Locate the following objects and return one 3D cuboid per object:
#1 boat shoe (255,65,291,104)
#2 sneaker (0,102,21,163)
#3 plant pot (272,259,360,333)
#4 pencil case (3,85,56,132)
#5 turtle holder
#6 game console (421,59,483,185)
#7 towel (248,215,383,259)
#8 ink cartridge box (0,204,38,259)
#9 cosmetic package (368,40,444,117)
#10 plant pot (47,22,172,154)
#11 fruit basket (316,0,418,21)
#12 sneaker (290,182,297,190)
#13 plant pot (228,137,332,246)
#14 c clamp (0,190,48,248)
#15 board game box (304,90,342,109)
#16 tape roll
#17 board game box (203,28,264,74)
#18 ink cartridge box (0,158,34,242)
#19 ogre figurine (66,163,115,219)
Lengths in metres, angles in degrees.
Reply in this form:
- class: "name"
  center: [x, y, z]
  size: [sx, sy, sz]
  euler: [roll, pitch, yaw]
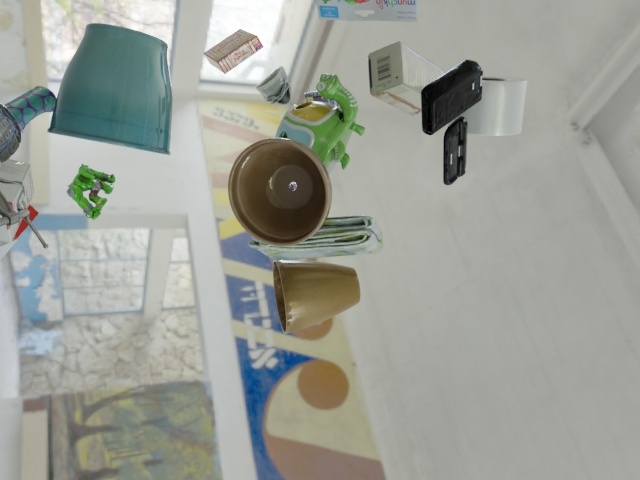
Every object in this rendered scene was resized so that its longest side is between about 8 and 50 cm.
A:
- class: "boat shoe"
  center: [-0.148, -0.522, 2.216]
  size: [0.103, 0.118, 0.320]
  euler: [50, 3, -8]
- class: "sneaker"
  center: [-0.591, -0.102, 0.992]
  size: [0.297, 0.129, 0.111]
  euler: [-69, 144, -47]
- class: "plant pot"
  center: [-0.010, 0.161, 2.060]
  size: [0.237, 0.254, 0.237]
  euler: [172, -90, -78]
- class: "pencil case"
  center: [-0.678, -0.302, 1.487]
  size: [0.070, 0.064, 0.151]
  euler: [58, 33, -23]
- class: "turtle holder"
  center: [-0.010, -0.325, 1.975]
  size: [0.243, 0.227, 0.320]
  euler: [-56, 173, -26]
- class: "game console"
  center: [0.362, -0.304, 1.775]
  size: [0.044, 0.213, 0.361]
  euler: [33, -33, 37]
- class: "towel"
  center: [0.000, 0.000, 1.728]
  size: [0.374, 0.320, 0.090]
  euler: [31, 58, -80]
- class: "ink cartridge box"
  center: [-0.803, -0.032, 1.523]
  size: [0.181, 0.224, 0.056]
  euler: [37, -2, 23]
- class: "cosmetic package"
  center: [0.293, -0.527, 2.139]
  size: [0.129, 0.296, 0.153]
  euler: [-11, -105, 38]
- class: "plant pot"
  center: [-0.458, -0.343, 1.459]
  size: [0.271, 0.272, 0.255]
  euler: [-156, -105, -67]
- class: "fruit basket"
  center: [0.113, -0.787, 1.846]
  size: [0.165, 0.327, 0.353]
  euler: [-62, 153, -42]
- class: "sneaker"
  center: [-0.103, -0.137, 2.186]
  size: [0.170, 0.071, 0.068]
  euler: [-117, -148, -54]
- class: "plant pot"
  center: [-0.077, -0.114, 1.432]
  size: [0.110, 0.237, 0.237]
  euler: [-39, 136, -66]
- class: "c clamp"
  center: [-0.450, -0.030, 0.833]
  size: [0.022, 0.161, 0.137]
  euler: [-35, -93, 30]
- class: "board game box"
  center: [0.044, -0.542, 2.561]
  size: [0.194, 0.194, 0.060]
  euler: [77, 5, -63]
- class: "tape roll"
  center: [0.534, -0.440, 2.078]
  size: [0.246, 0.246, 0.169]
  euler: [-139, -133, -63]
- class: "board game box"
  center: [-0.272, -0.588, 1.990]
  size: [0.045, 0.147, 0.193]
  euler: [57, -7, -32]
- class: "ink cartridge box"
  center: [-0.692, -0.090, 1.422]
  size: [0.109, 0.063, 0.150]
  euler: [115, -15, -51]
- class: "ogre figurine"
  center: [-0.708, -0.162, 1.983]
  size: [0.097, 0.118, 0.197]
  euler: [-18, -138, 47]
